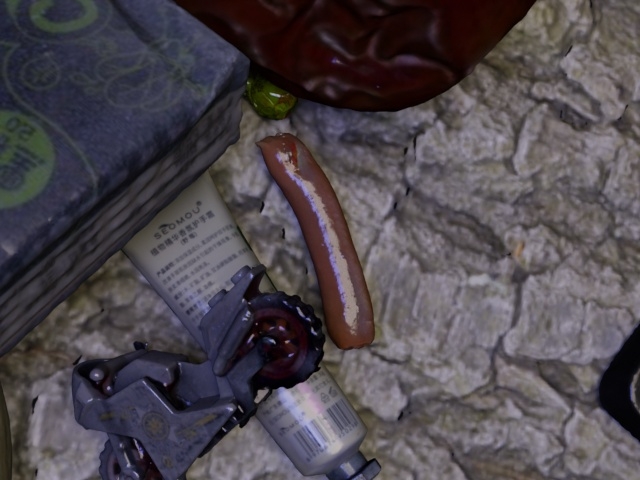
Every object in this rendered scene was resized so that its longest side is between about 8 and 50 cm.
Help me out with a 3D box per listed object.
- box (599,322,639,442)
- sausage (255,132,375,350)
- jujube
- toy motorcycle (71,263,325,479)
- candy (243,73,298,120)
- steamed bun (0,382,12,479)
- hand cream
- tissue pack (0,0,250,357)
[{"bbox_3d":[0.413,0.161,0.964,0.350,0.058,0.211,43,75,-4],"label":"box"},{"bbox_3d":[0.000,0.000,0.902,0.047,0.040,0.176,-19,87,-7],"label":"sausage"},{"bbox_3d":[-0.022,-0.261,0.821,0.377,0.276,0.276,34,77,-11],"label":"jujube"},{"bbox_3d":[-0.094,0.096,0.828,0.122,0.080,0.215,47,112,4],"label":"toy motorcycle"},{"bbox_3d":[-0.076,-0.125,0.912,0.123,0.035,0.035,16,69,-1],"label":"candy"},{"bbox_3d":[-0.288,0.155,0.764,0.170,0.152,0.238,-3,86,-13],"label":"steamed bun"},{"bbox_3d":[-0.051,0.070,0.879,0.095,0.059,0.276,-34,85,-13],"label":"hand cream"},{"bbox_3d":[-0.277,-0.053,0.731,0.288,0.124,0.394,37,62,14],"label":"tissue pack"}]
